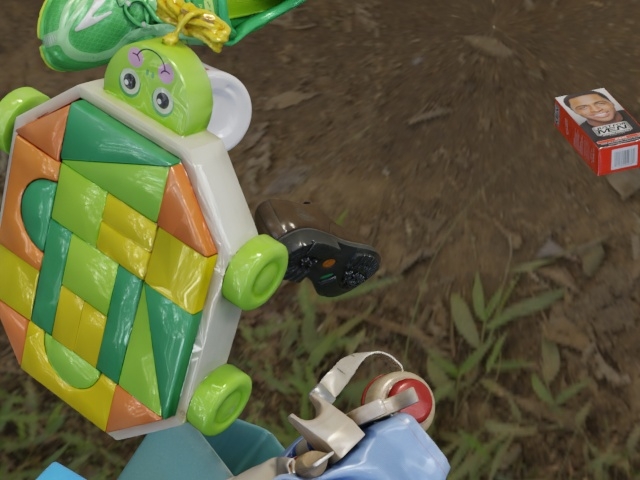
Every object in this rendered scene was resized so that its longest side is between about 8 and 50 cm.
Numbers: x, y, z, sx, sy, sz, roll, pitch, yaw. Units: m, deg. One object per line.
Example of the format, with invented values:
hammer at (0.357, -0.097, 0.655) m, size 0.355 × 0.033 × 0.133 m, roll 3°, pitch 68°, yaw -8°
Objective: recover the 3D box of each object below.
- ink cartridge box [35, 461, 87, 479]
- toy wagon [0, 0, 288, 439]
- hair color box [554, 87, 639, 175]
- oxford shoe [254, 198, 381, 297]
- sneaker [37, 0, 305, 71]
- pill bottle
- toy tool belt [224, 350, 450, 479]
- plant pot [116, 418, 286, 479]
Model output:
ink cartridge box at (-0.092, 0.233, 0.668) m, size 0.231 × 0.134 × 0.078 m, roll 25°, pitch 139°, yaw 22°
toy wagon at (-0.149, -0.018, 0.959) m, size 0.267 × 0.068 × 0.344 m, roll 31°, pitch 123°, yaw 24°
hair color box at (0.355, -0.139, 1.609) m, size 0.072 × 0.141 × 0.043 m, roll -13°, pitch 124°, yaw -9°
oxford shoe at (0.000, 0.000, 1.382) m, size 0.083 × 0.227 × 0.096 m, roll -36°, pitch 65°, yaw 10°
sneaker at (-0.143, -0.245, 1.277) m, size 0.295 × 0.123 × 0.109 m, roll -21°, pitch 112°, yaw -19°
pill bottle at (-0.172, -0.178, 1.614) m, size 0.108 × 0.180 × 0.108 m, roll -10°, pitch 112°, yaw -27°
toy tool belt at (0.009, 0.062, 0.324) m, size 0.052 × 0.051 × 0.083 m, roll 48°, pitch 63°, yaw -5°
plant pot at (-0.129, 0.311, 1.268) m, size 0.234 × 0.165 × 0.165 m, roll -51°, pitch 50°, yaw 7°
